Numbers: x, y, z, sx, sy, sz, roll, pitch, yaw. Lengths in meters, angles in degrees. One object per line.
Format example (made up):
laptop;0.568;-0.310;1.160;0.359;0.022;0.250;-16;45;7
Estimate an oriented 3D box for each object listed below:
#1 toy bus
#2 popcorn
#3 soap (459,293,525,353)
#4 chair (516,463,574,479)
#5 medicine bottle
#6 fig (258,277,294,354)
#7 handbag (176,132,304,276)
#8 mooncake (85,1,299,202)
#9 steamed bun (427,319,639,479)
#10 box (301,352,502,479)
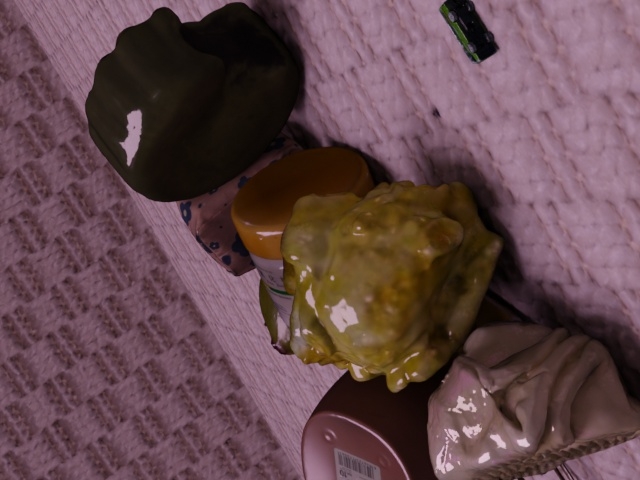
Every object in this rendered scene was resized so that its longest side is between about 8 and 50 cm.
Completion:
toy bus;0.173;-0.248;1.342;0.083;0.031;0.037;58;168;0
popcorn;0.101;0.048;1.617;0.312;0.312;0.312;49;161;23
soap;0.228;0.145;1.790;0.274;0.089;0.173;37;153;45
chair;0.364;0.368;1.813;0.221;0.104;0.095;56;146;13
medicine bottle;0.000;0.000;1.896;0.238;0.238;0.232;31;150;54
fig;-0.044;0.122;2.271;0.203;0.225;0.203;25;151;15
handbag;-0.132;-0.089;2.086;0.193;0.251;0.190;50;180;44
mooncake;-0.212;-0.232;1.873;0.187;0.351;0.351;46;160;22
steamed bun;0.278;0.199;1.522;0.280;0.268;0.207;-39;60;50
box;0.120;0.316;1.724;0.301;0.216;0.301;20;123;36
